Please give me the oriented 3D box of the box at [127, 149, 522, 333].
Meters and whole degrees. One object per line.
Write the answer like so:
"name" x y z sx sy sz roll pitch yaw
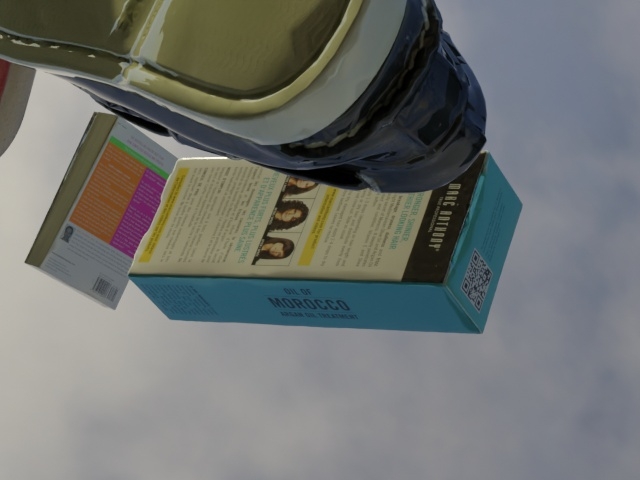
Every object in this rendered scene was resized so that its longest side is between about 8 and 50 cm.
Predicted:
"box" 0.000 0.000 1.100 0.244 0.060 0.100 1 -123 33

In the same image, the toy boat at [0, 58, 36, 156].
"toy boat" -0.283 -0.152 1.184 0.151 0.151 0.231 46 -55 46

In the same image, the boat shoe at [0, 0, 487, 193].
"boat shoe" -0.049 -0.102 0.707 0.340 0.113 0.127 25 -95 51

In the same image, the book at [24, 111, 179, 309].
"book" -0.182 -0.024 1.456 0.035 0.096 0.144 14 -105 44
